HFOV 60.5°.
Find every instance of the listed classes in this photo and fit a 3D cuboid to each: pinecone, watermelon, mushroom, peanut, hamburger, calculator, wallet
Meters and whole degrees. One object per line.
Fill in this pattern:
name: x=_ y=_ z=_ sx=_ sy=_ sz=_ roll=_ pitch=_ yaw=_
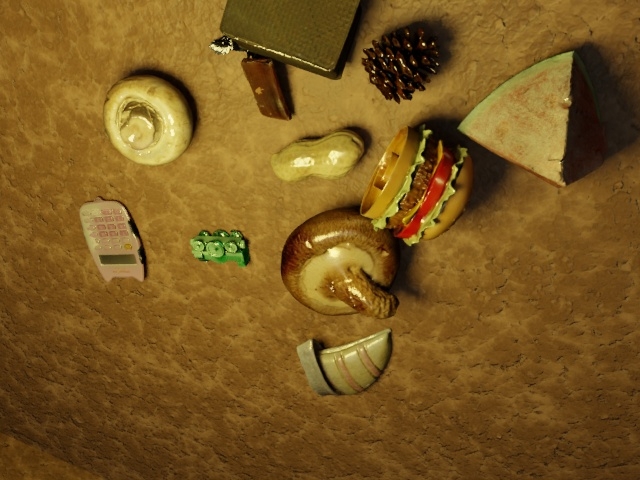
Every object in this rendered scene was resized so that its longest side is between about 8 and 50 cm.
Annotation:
pinecone: x=0.188 y=-0.397 z=1.220 sx=0.165 sy=0.163 sz=0.163 roll=-34 pitch=107 yaw=7
watermelon: x=0.466 y=-0.204 z=1.205 sx=0.283 sy=0.293 sz=0.250 roll=50 pitch=149 yaw=-15
mushroom: x=-0.456 y=-0.306 z=1.437 sx=0.254 sy=0.184 sz=0.255 roll=1 pitch=127 yaw=1
mushroom: x=0.053 y=0.064 z=1.489 sx=0.344 sy=0.239 sz=0.345 roll=1 pitch=102 yaw=3
peanut: x=-0.007 y=-0.206 z=1.404 sx=0.256 sy=0.124 sz=0.124 roll=-12 pitch=115 yaw=24
hamburger: x=0.239 y=-0.121 z=1.292 sx=0.212 sy=0.274 sz=0.274 roll=24 pitch=123 yaw=-7
calculator: x=-0.660 y=-0.003 z=1.751 sx=0.194 sy=0.043 sz=0.294 roll=-1 pitch=115 yaw=18
wallet: x=-0.131 y=-0.372 z=1.349 sx=0.095 sy=0.026 sz=0.176 roll=13 pitch=150 yaw=26

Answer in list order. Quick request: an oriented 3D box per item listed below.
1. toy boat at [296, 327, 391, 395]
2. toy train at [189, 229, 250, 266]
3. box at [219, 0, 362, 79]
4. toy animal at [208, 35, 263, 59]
toy boat: x=0.082 y=0.407 z=1.740 sx=0.293 sy=0.111 sz=0.276 roll=-3 pitch=126 yaw=6
toy train: x=-0.302 y=0.025 z=1.648 sx=0.178 sy=0.071 sz=0.105 roll=2 pitch=130 yaw=13
box: x=-0.057 y=-0.489 z=1.209 sx=0.273 sy=0.143 sz=0.184 roll=21 pitch=101 yaw=5
toy animal: x=-0.172 y=-0.481 z=1.333 sx=0.220 sy=0.062 sz=0.108 roll=-15 pitch=93 yaw=23
